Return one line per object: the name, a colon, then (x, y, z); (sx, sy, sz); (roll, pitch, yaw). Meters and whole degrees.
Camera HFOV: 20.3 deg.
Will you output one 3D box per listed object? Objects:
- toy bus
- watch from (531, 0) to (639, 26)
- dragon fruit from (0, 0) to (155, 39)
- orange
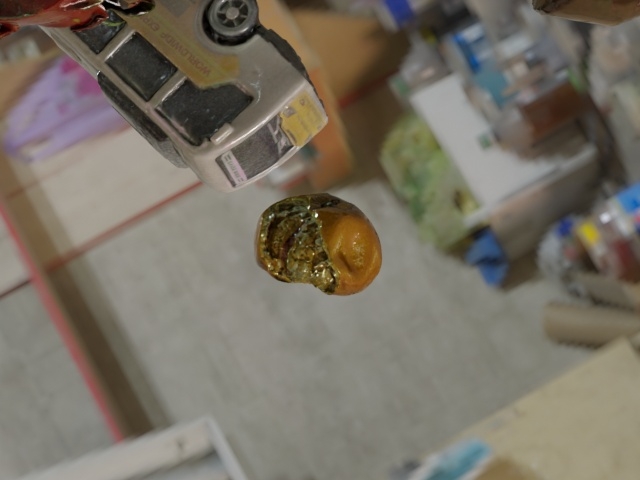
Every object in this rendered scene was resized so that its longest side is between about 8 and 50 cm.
toy bus: (-0.148, -0.184, 1.467); (0.342, 0.138, 0.097); (44, 173, 22)
watch: (0.096, -0.270, 0.809); (0.327, 0.314, 0.335); (20, -167, -17)
dragon fruit: (-0.158, -0.174, 1.103); (0.175, 0.138, 0.142); (12, -160, -40)
orange: (0.000, 0.000, 1.175); (0.086, 0.062, 0.086); (17, -174, -2)
